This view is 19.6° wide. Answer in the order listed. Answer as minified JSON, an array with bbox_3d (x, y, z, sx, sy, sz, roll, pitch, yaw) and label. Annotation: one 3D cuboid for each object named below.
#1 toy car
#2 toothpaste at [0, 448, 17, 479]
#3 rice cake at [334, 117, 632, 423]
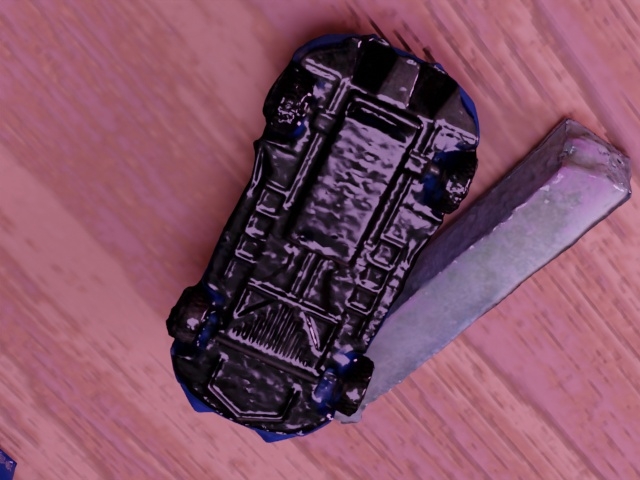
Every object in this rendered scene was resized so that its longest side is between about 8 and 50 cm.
[{"bbox_3d":[0.000,0.000,0.883,0.103,0.063,0.216,24,117,-3],"label":"toy car"},{"bbox_3d":[-0.267,0.063,0.937,0.053,0.066,0.272,-32,118,21],"label":"toothpaste"},{"bbox_3d":[0.065,0.020,0.917,0.043,0.034,0.211,35,119,-24],"label":"rice cake"}]
